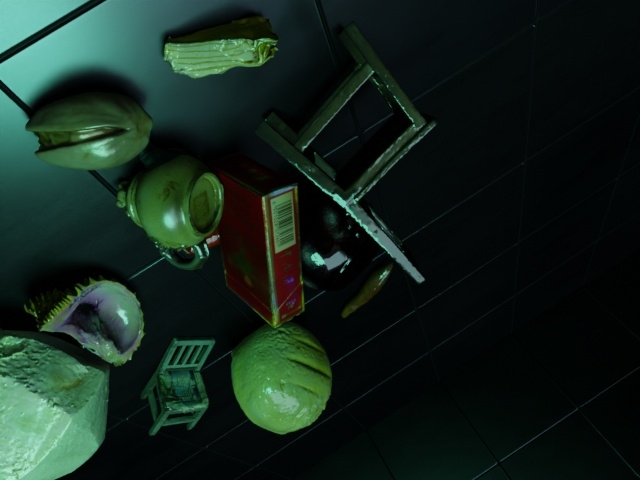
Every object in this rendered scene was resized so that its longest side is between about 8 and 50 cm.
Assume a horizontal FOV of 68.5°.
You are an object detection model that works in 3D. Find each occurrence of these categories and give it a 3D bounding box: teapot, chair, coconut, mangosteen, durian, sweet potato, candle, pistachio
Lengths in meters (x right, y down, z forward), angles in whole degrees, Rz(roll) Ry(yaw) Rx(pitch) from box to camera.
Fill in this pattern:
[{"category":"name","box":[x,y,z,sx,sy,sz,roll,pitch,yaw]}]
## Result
[{"category":"teapot","box":[-0.289,-0.064,0.884,0.173,0.183,0.269,-57,150,-55]},{"category":"chair","box":[0.117,-0.156,0.882,0.416,0.203,0.240,41,103,-14]},{"category":"coconut","box":[-0.581,0.341,0.934,0.309,0.297,0.297,32,114,-9]},{"category":"mangosteen","box":[0.004,0.001,1.107,0.287,0.233,0.287,-50,167,-16]},{"category":"durian","box":[-0.482,0.159,1.005,0.186,0.154,0.260,-42,146,-28]},{"category":"sweet potato","box":[0.157,0.167,1.551,0.057,0.057,0.264,9,127,-43]},{"category":"candle","box":[-0.260,-0.004,1.052,0.131,0.052,0.052,-25,142,-10]},{"category":"pistachio","box":[-0.362,-0.173,0.746,0.185,0.124,0.124,-8,138,-8]},{"category":"chair","box":[-0.392,0.417,1.337,0.136,0.147,0.270,11,126,-43]}]

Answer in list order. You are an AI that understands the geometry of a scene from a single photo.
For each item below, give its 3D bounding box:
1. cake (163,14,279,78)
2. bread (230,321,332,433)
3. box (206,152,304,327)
[{"category":"cake","box":[-0.151,-0.299,0.764,0.185,0.116,0.079,-24,144,-21]},{"category":"bread","box":[-0.111,0.397,1.393,0.237,0.320,0.320,-39,143,18]},{"category":"box","box":[-0.129,0.000,0.969,0.089,0.197,0.313,-26,131,-34]}]
